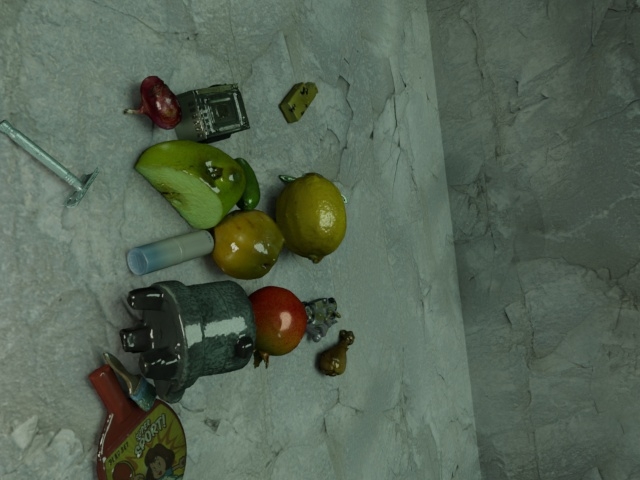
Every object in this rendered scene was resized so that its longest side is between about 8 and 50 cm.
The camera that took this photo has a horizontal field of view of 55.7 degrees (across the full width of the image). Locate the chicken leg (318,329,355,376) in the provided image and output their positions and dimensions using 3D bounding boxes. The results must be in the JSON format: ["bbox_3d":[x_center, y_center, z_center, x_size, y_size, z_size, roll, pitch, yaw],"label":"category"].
[{"bbox_3d":[0.071,0.412,2.238,0.251,0.087,0.107,-50,135,-55],"label":"chicken leg"}]

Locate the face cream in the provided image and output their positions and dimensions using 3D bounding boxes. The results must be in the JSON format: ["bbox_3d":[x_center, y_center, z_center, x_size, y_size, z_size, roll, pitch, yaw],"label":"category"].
[{"bbox_3d":[-0.399,0.030,1.634,0.250,0.077,0.077,-20,100,-56],"label":"face cream"}]

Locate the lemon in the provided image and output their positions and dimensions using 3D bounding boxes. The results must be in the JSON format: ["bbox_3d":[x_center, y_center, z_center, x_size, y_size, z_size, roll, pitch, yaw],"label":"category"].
[{"bbox_3d":[-0.032,-0.086,2.045,0.245,0.245,0.319,22,59,-52],"label":"lemon"}]

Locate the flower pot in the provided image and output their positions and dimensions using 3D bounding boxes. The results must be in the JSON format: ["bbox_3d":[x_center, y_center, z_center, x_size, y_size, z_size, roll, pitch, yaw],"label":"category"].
[{"bbox_3d":[-0.333,0.245,1.492,0.283,0.299,0.298,-2,85,-37],"label":"flower pot"}]

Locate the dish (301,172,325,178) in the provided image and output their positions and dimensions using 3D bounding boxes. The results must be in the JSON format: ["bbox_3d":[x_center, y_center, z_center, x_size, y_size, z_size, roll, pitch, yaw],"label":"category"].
[{"bbox_3d":[0.000,-0.172,2.262,0.191,0.066,0.190,16,70,-53],"label":"dish"}]

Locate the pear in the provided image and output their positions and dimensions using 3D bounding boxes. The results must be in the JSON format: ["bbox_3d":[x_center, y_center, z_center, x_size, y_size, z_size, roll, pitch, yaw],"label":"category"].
[{"bbox_3d":[-0.322,-0.175,1.646,0.292,0.293,0.159,52,54,-36],"label":"pear"}]

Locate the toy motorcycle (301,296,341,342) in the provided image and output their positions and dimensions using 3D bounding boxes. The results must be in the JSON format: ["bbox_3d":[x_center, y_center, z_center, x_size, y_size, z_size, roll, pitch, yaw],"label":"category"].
[{"bbox_3d":[-0.005,0.284,2.159,0.225,0.073,0.152,-1,86,-54],"label":"toy motorcycle"}]

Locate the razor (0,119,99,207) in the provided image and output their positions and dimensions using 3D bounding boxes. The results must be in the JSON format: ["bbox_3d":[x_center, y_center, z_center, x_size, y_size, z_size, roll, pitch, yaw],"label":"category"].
[{"bbox_3d":[-0.624,-0.185,1.373,0.232,0.068,0.106,45,48,-35],"label":"razor"}]

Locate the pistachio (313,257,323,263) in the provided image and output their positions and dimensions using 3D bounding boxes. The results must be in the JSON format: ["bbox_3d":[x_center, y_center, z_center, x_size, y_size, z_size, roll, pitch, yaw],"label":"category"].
[{"bbox_3d":[0.000,0.000,2.243,0.090,0.049,0.172,23,64,-51],"label":"pistachio"}]

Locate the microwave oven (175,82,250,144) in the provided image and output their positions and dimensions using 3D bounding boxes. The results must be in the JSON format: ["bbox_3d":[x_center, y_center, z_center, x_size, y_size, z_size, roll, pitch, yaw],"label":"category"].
[{"bbox_3d":[-0.321,-0.373,1.783,0.205,0.129,0.163,-31,108,-53],"label":"microwave oven"}]

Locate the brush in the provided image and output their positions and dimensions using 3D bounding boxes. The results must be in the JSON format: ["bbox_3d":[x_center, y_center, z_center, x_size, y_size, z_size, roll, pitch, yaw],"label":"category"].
[{"bbox_3d":[-0.458,0.330,1.451,0.196,0.021,0.070,61,26,-32],"label":"brush"}]

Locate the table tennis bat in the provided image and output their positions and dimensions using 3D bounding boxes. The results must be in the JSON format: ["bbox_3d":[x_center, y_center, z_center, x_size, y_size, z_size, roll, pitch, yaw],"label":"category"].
[{"bbox_3d":[-0.456,0.487,1.490,0.268,0.051,0.414,-46,123,-52],"label":"table tennis bat"}]

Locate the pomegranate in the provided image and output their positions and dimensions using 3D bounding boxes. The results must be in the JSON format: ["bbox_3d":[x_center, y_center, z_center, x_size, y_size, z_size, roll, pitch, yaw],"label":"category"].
[{"bbox_3d":[-0.154,0.264,1.828,0.221,0.221,0.256,38,70,-46],"label":"pomegranate"}]

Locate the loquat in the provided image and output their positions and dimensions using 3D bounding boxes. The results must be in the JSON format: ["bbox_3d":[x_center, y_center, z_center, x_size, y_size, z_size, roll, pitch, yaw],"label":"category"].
[{"bbox_3d":[-0.236,0.003,1.786,0.246,0.213,0.213,24,54,-3],"label":"loquat"}]

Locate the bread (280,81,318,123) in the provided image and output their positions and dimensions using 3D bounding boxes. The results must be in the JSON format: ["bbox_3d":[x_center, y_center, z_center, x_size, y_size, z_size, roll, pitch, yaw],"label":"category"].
[{"bbox_3d":[-0.074,-0.527,2.241,0.088,0.049,0.226,58,41,-31],"label":"bread"}]

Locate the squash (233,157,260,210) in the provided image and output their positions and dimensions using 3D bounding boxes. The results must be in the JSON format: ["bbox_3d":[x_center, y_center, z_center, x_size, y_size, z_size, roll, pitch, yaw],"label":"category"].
[{"bbox_3d":[-0.228,-0.166,1.820,0.082,0.082,0.292,56,6,-33],"label":"squash"}]

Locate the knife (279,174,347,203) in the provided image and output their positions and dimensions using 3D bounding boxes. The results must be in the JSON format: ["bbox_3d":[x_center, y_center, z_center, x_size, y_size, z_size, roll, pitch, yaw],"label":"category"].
[{"bbox_3d":[-0.023,-0.183,2.185,0.293,0.020,0.043,16,74,-29],"label":"knife"}]

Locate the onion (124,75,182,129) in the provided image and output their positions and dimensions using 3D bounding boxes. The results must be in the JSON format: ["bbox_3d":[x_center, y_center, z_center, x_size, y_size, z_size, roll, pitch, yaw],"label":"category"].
[{"bbox_3d":[-0.453,-0.355,1.616,0.140,0.150,0.150,-30,111,-21],"label":"onion"}]
